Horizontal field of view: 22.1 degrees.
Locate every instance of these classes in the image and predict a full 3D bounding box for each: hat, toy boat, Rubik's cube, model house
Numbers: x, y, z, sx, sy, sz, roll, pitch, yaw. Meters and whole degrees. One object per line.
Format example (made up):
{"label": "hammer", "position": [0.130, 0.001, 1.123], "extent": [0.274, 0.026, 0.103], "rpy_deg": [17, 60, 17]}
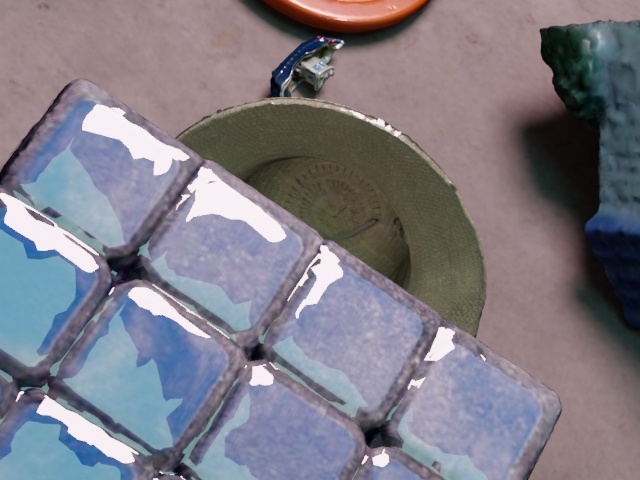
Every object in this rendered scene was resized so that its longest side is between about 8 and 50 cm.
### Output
{"label": "hat", "position": [0.000, 0.000, 1.181], "extent": [0.257, 0.257, 0.130], "rpy_deg": [31, 26, -2]}
{"label": "toy boat", "position": [-0.009, -0.136, 1.303], "extent": [0.038, 0.038, 0.083], "rpy_deg": [41, 62, 3]}
{"label": "Rubik's cube", "position": [-0.120, 0.178, 0.961], "extent": [0.344, 0.344, 0.337], "rpy_deg": [34, 62, -2]}
{"label": "model house", "position": [0.360, -0.022, 1.292], "extent": [0.295, 0.251, 0.329], "rpy_deg": [-7, 92, -44]}

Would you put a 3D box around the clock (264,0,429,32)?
{"label": "clock", "position": [0.013, -0.266, 1.360], "extent": [0.205, 0.051, 0.205], "rpy_deg": [6, 66, -14]}
